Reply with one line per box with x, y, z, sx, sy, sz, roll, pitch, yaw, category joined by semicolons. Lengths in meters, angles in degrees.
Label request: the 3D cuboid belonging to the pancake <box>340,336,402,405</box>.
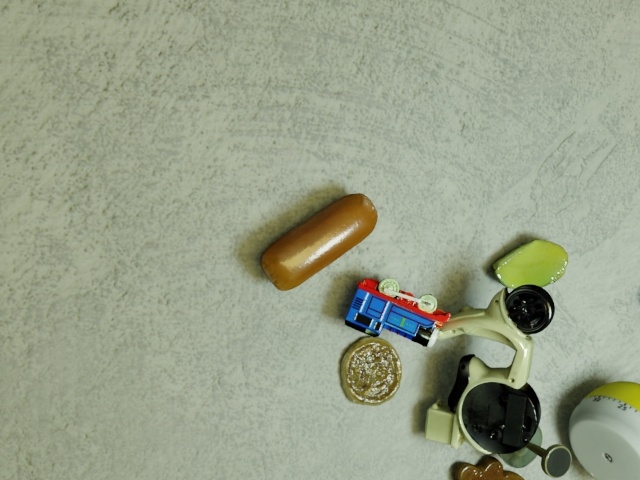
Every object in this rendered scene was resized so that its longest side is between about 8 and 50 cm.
0.115;0.291;1.573;0.158;0.028;0.158;-1;92;-19;pancake

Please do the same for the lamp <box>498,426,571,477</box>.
0.468;0.467;1.620;0.121;0.215;0.121;-2;96;-20;lamp

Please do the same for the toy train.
0.163;0.156;1.513;0.204;0.083;0.131;22;85;9;toy train

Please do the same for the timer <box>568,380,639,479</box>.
0.770;0.449;1.722;0.285;0.285;0.285;-1;94;-21;timer

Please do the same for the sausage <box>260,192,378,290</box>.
0.000;-0.001;1.472;0.274;0.105;0.105;-35;105;-16;sausage

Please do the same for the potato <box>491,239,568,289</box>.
0.491;0.059;1.692;0.198;0.054;0.119;-20;104;-14;potato

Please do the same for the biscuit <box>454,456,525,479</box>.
0.403;0.609;1.698;0.236;0.039;0.179;24;84;-21;biscuit

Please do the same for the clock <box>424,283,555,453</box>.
0.357;0.275;1.556;0.120;0.277;0.378;-5;99;-65;clock
